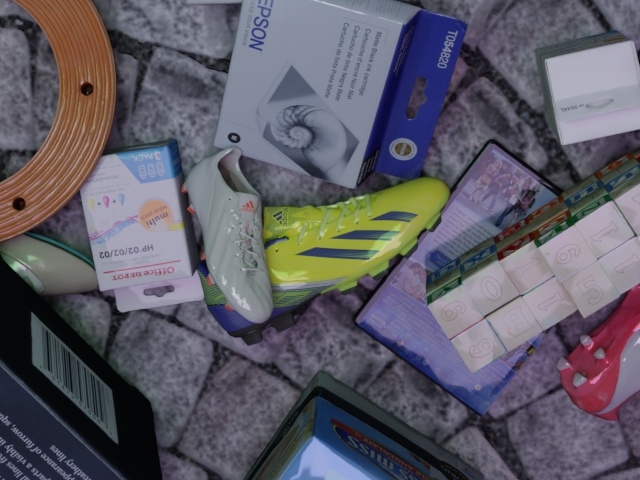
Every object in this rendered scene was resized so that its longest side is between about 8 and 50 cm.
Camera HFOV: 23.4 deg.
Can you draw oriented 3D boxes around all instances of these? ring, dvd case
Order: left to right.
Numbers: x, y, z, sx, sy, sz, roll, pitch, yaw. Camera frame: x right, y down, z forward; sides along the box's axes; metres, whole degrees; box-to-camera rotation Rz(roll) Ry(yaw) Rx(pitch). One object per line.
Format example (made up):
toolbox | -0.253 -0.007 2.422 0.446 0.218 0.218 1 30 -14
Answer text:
ring | -0.378 -0.157 1.623 0.336 0.032 0.337 0 87 5
dvd case | 0.179 0.042 1.672 0.180 0.022 0.253 36 101 -3

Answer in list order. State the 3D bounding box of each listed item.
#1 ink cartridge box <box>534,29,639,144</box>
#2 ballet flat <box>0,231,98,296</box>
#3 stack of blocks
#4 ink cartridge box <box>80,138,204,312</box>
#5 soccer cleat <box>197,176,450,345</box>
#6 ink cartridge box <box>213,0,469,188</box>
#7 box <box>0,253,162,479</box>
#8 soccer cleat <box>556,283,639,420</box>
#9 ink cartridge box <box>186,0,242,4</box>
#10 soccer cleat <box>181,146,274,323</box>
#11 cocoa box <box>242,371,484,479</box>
ink cartridge box | 0.275 -0.155 1.564 0.092 0.143 0.090 -13 101 5
ballet flat | -0.363 0.017 1.661 0.248 0.086 0.086 24 102 3
stack of blocks | 0.254 0.013 1.563 0.297 0.171 0.087 -32 97 9
ink cartridge box | -0.192 -0.010 1.660 0.104 0.061 0.181 -9 101 5
soccer cleat | -0.001 0.001 1.631 0.289 0.093 0.121 -31 98 13
ink cartridge box | 0.016 -0.156 1.576 0.224 0.045 0.223 15 132 0
box | -0.407 0.244 1.603 0.395 0.212 0.293 -34 121 9
soccer cleat | 0.361 0.089 1.652 0.248 0.083 0.095 -46 125 6
ink cartridge box | -0.039 -0.317 1.578 0.203 0.086 0.148 -2 102 3
soccer cleat | -0.086 -0.008 1.590 0.076 0.068 0.196 -38 59 28
cocoa box | -0.006 0.362 1.641 0.231 0.228 0.347 34 101 -4
